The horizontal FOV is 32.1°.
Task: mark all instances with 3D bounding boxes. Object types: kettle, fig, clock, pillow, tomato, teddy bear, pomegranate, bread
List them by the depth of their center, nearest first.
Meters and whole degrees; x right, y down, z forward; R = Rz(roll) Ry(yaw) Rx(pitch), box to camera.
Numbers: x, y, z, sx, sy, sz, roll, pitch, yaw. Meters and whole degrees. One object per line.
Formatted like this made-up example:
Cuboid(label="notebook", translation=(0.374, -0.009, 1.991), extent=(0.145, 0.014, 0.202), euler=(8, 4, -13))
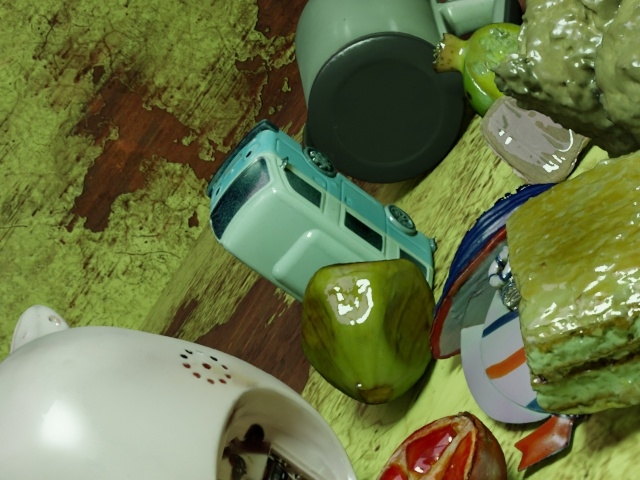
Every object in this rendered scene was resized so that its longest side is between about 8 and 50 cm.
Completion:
Cuboid(label="bread", translation=(0.213, 0.031, 0.828), extent=(0.138, 0.102, 0.196), euler=(-26, 28, 27))
Cuboid(label="tomato", translation=(0.093, 0.218, 0.880), extent=(0.155, 0.069, 0.155), euler=(-46, 18, 20))
Cuboid(label="teddy bear", translation=(0.267, -0.151, 0.903), extent=(0.156, 0.267, 0.256), euler=(-33, 26, -24))
Cuboid(label="clock", translation=(-0.146, 0.236, 1.000), extent=(0.250, 0.376, 0.368), euler=(-39, 19, 32))
Cuboid(label="fig", translation=(0.053, 0.095, 1.165), extent=(0.154, 0.144, 0.166), euler=(-33, 45, 12))
Cuboid(label="pillow", translation=(0.266, -0.161, 1.186), extent=(0.211, 0.034, 0.135), euler=(-50, 55, 14))
Cuboid(label="pomegranate", translation=(0.222, -0.192, 1.316), extent=(0.169, 0.122, 0.143), euler=(-2, 50, 23))
Cuboid(label="kettle", translation=(0.136, -0.272, 1.683), extent=(0.361, 0.250, 0.377), euler=(-21, 24, 9))

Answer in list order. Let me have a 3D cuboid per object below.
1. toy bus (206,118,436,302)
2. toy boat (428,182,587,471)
Cuboid(label="toy bus", translation=(0.000, 0.000, 1.302), extent=(0.133, 0.271, 0.165), euler=(-48, 18, 23))
Cuboid(label="toy boat", translation=(0.171, 0.084, 1.006), extent=(0.219, 0.072, 0.318), euler=(-35, 32, 45))
